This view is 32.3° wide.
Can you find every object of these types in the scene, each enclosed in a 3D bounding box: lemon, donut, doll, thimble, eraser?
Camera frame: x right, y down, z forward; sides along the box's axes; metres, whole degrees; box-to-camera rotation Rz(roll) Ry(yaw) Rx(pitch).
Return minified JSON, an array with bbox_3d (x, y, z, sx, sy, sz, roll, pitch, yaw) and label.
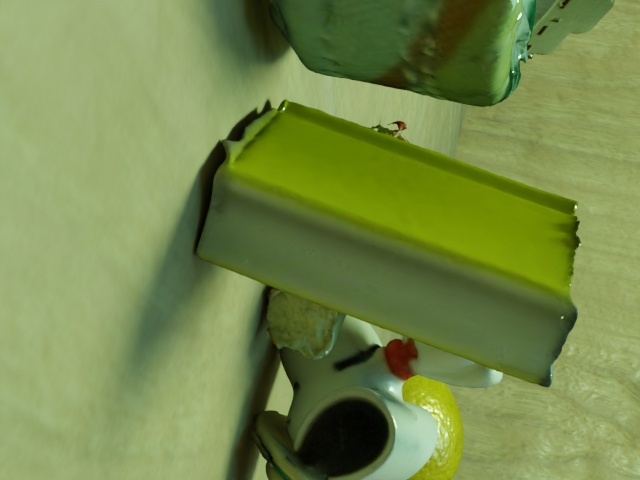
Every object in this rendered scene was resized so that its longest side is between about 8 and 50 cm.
[{"bbox_3d":[0.094,0.246,1.435,0.244,0.187,0.187,65,23,-18],"label":"lemon"},{"bbox_3d":[0.001,0.001,0.882,0.108,0.065,0.166,-59,159,-64],"label":"donut"},{"bbox_3d":[0.069,0.124,0.916,0.144,0.271,0.208,20,64,-56],"label":"doll"},{"bbox_3d":[0.069,-0.218,0.679,0.288,0.167,0.254,-32,133,-78],"label":"thimble"},{"bbox_3d":[0.049,-0.009,0.687,0.158,0.226,0.069,-60,170,-61],"label":"eraser"}]

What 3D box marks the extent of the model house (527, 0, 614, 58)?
[{"bbox_3d":[0.256,-0.381,1.371,0.326,0.169,0.244,124,-35,-66],"label":"model house"}]

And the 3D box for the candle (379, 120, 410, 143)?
[{"bbox_3d":[0.085,-0.080,1.328,0.052,0.052,0.130,-47,147,-72],"label":"candle"}]
